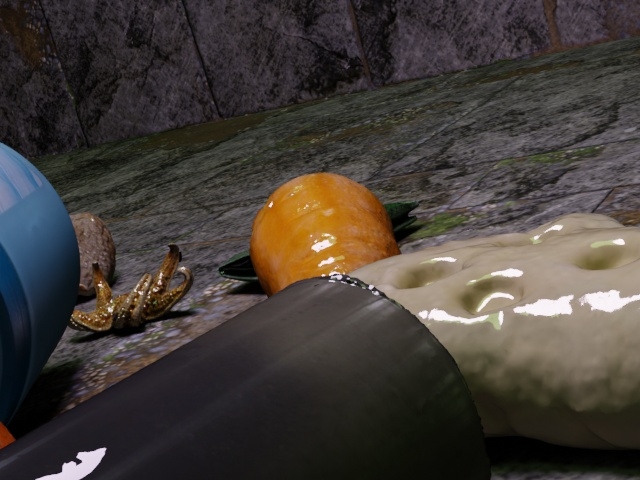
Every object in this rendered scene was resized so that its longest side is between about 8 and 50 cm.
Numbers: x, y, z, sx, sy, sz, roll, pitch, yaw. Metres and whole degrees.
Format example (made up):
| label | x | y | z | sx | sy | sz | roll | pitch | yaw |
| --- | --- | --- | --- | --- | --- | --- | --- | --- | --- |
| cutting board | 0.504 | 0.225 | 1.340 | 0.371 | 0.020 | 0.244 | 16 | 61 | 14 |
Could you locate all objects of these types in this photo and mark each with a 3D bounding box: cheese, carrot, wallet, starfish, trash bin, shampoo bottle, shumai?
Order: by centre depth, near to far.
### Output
| label | x | y | z | sx | sy | sz | roll | pitch | yaw |
| --- | --- | --- | --- | --- | --- | --- | --- | --- | --- |
| trash bin | -0.058 | 0.164 | 0.645 | 0.252 | 0.203 | 0.301 | 17 | 30 | 34 |
| cheese | 0.129 | 0.082 | 0.895 | 0.328 | 0.130 | 0.351 | -16 | 12 | -7 |
| carrot | 0.011 | 0.044 | 1.171 | 0.159 | 0.159 | 0.225 | -16 | 22 | 1 |
| shampoo bottle | -0.432 | 0.062 | 1.208 | 0.331 | 0.331 | 0.343 | -15 | 12 | 3 |
| starfish | -0.230 | 0.062 | 1.505 | 0.189 | 0.074 | 0.146 | -10 | 16 | 25 |
| wallet | 0.001 | 0.003 | 1.527 | 0.160 | 0.055 | 0.236 | -7 | 10 | 45 |
| shumai | -0.372 | 0.032 | 1.721 | 0.116 | 0.145 | 0.145 | -30 | 5 | 30 |

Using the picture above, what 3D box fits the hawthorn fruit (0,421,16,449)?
| label | x | y | z | sx | sy | sz | roll | pitch | yaw |
| --- | --- | --- | --- | --- | --- | --- | --- | --- | --- |
| hawthorn fruit | -0.301 | 0.189 | 0.954 | 0.132 | 0.138 | 0.133 | -18 | 13 | 4 |
